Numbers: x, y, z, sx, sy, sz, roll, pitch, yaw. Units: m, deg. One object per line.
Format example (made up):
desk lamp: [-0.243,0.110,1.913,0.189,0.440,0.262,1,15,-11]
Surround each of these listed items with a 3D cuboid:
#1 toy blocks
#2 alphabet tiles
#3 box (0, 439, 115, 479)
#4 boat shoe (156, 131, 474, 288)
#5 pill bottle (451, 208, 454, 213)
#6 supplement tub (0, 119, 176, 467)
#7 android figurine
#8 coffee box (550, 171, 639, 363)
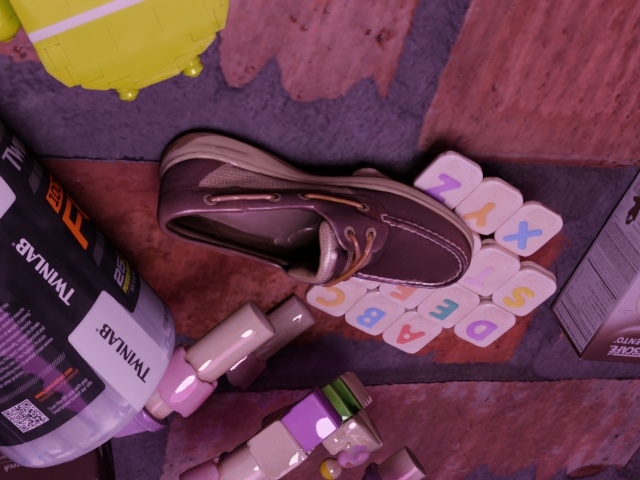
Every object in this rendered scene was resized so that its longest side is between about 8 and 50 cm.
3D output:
toy blocks: [-0.067,0.250,0.996,0.260,0.309,0.288,-38,172,6]
alphabet tiles: [0.122,0.027,1.066,0.284,0.021,0.278,28,129,-21]
box: [-0.319,0.250,1.041,0.167,0.203,0.168,-11,133,-10]
boat shoe: [0.000,0.000,0.945,0.342,0.123,0.123,19,130,-18]
pill bottle: [0.146,-0.030,1.068,0.083,0.043,0.043,7,127,-25]
supplement tub: [-0.300,0.026,0.826,0.207,0.207,0.338,-31,122,9]
android figurine: [-0.176,-0.234,0.766,0.248,0.056,0.273,-23,131,0]
coffee box: [0.418,0.035,1.182,0.141,0.098,0.247,6,127,-24]
